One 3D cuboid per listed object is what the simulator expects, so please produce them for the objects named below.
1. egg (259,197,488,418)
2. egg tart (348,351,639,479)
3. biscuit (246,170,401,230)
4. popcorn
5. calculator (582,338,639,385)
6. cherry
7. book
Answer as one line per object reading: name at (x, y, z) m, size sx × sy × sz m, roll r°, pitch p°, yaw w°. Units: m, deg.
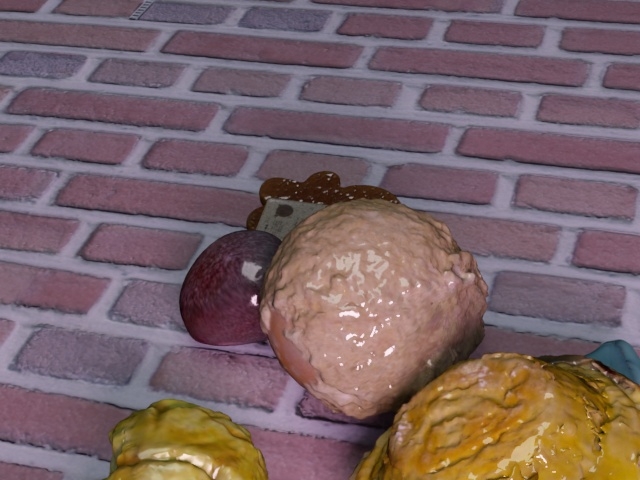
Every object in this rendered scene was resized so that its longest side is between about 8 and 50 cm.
egg at (0.062, 0.076, 1.408) m, size 0.279 × 0.279 × 0.310 m, roll 18°, pitch 18°, yaw 28°
egg tart at (0.176, 0.219, 1.201) m, size 0.341 × 0.132 × 0.341 m, roll -22°, pitch 31°, yaw 14°
biscuit at (0.010, -0.033, 1.749) m, size 0.236 × 0.039 × 0.180 m, roll 8°, pitch 47°, yaw 17°
popcorn at (-0.148, 0.278, 1.253) m, size 0.204 × 0.184 × 0.221 m, roll 29°, pitch 37°, yaw -6°
calculator at (0.247, 0.252, 1.270) m, size 0.256 × 0.054 × 0.386 m, roll -18°, pitch 31°, yaw 23°
cherry at (-0.106, 0.063, 1.560) m, size 0.176 × 0.140 × 0.176 m, roll -14°, pitch 33°, yaw 9°
book at (0.000, 0.000, 1.684) m, size 0.198 × 0.016 × 0.138 m, roll 8°, pitch 48°, yaw 14°
